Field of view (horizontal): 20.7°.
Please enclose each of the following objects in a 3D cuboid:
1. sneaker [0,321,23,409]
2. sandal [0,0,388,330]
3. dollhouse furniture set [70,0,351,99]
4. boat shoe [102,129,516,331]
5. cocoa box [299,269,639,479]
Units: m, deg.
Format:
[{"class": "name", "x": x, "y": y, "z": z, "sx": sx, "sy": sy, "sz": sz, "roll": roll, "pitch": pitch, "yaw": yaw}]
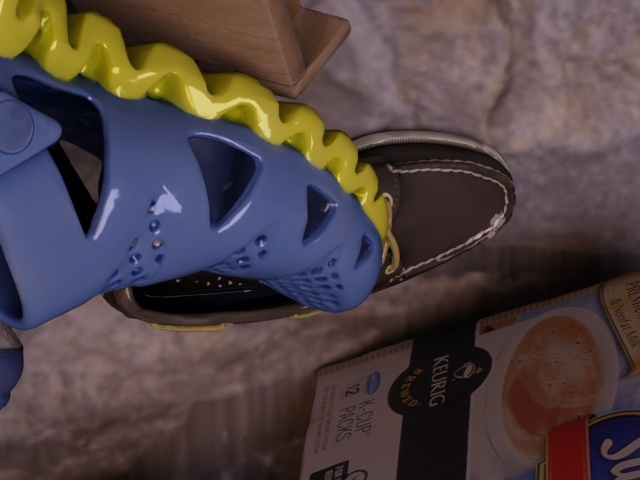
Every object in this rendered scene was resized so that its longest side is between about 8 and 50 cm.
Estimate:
[{"class": "sneaker", "x": -0.195, "y": -0.050, "z": 0.775, "sx": 0.131, "sy": 0.112, "sz": 0.296, "roll": -35, "pitch": 120, "yaw": -11}, {"class": "sandal", "x": -0.108, "y": -0.024, "z": 0.724, "sx": 0.317, "sy": 0.126, "sz": 0.138, "roll": 24, "pitch": 73, "yaw": -32}, {"class": "dollhouse furniture set", "x": -0.042, "y": -0.281, "z": 0.768, "sx": 0.303, "sy": 0.198, "sz": 0.286, "roll": -53, "pitch": 145, "yaw": -29}, {"class": "boat shoe", "x": 0.000, "y": 0.000, "z": 0.880, "sx": 0.228, "sy": 0.068, "sz": 0.081, "roll": -12, "pitch": 112, "yaw": -14}, {"class": "cocoa box", "x": 0.127, "y": 0.208, "z": 0.813, "sx": 0.228, "sy": 0.347, "sz": 0.231, "roll": -20, "pitch": 116, "yaw": 18}]
